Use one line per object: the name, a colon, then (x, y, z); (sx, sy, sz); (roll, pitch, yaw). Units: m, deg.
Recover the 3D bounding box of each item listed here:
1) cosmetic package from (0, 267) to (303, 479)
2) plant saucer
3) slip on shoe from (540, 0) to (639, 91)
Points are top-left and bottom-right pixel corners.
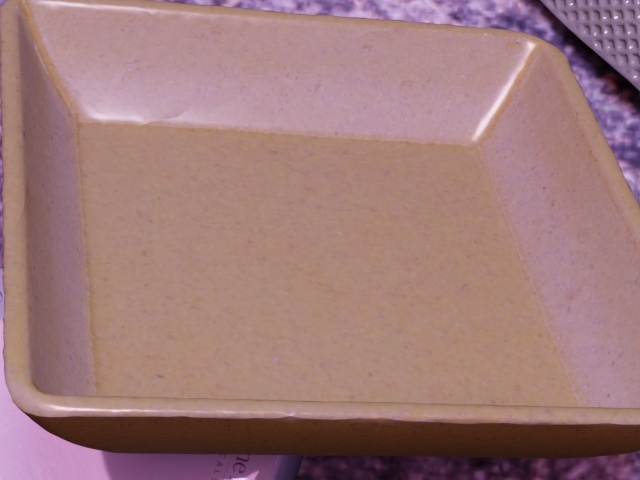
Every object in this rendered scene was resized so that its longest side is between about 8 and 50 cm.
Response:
cosmetic package: (-0.141, 0.149, 0.866); (0.224, 0.138, 0.224); (18, 76, 4)
plant saucer: (0.000, 0.000, 0.839); (0.332, 0.081, 0.333); (3, 39, -14)
slip on shoe: (0.208, -0.164, 0.956); (0.101, 0.123, 0.331); (-21, 64, -37)
